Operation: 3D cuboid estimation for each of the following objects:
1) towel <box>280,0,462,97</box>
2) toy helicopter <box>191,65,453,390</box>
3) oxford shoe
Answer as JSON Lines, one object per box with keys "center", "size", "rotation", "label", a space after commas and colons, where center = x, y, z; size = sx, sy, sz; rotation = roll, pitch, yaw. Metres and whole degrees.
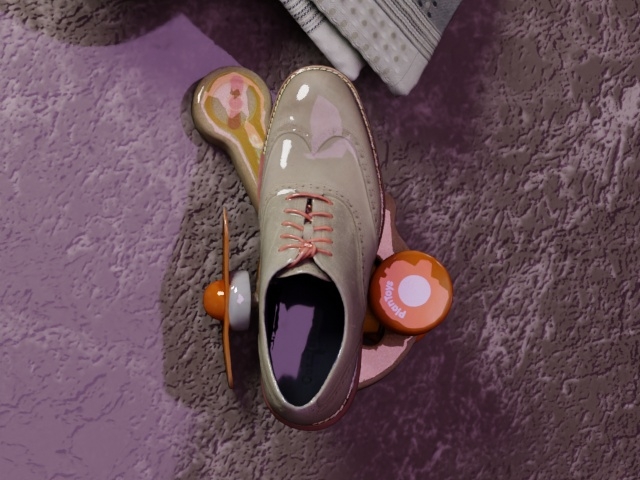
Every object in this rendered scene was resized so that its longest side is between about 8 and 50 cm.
{"center": [0.035, -0.343, 1.751], "size": [0.324, 0.056, 0.312], "rotation": [45, 54, -22], "label": "towel"}
{"center": [-0.040, -0.007, 1.742], "size": [0.235, 0.140, 0.355], "rotation": [-28, 84, -9], "label": "toy helicopter"}
{"center": [0.000, 0.000, 1.607], "size": [0.123, 0.130, 0.348], "rotation": [-2, 82, 2], "label": "oxford shoe"}
